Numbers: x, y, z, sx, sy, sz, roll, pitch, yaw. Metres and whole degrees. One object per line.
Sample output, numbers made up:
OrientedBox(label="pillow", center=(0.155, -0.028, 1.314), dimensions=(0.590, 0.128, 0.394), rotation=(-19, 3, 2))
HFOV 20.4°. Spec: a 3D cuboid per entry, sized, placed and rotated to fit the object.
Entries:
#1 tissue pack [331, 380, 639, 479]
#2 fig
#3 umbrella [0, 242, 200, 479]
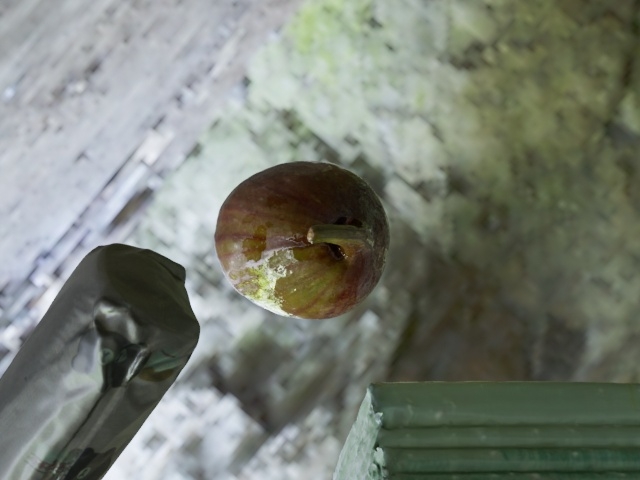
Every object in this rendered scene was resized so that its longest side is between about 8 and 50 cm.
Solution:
OrientedBox(label="tissue pack", center=(0.200, 0.231, 1.375), dimensions=(0.287, 0.388, 0.162), rotation=(108, -20, -55))
OrientedBox(label="fig", center=(0.003, 0.000, 1.760), dimensions=(0.207, 0.175, 0.175), rotation=(-2, -139, 54))
OrientedBox(label="umbrella", center=(-0.168, 0.141, 0.890), dimensions=(0.337, 0.067, 0.073), rotation=(-53, -159, 24))
